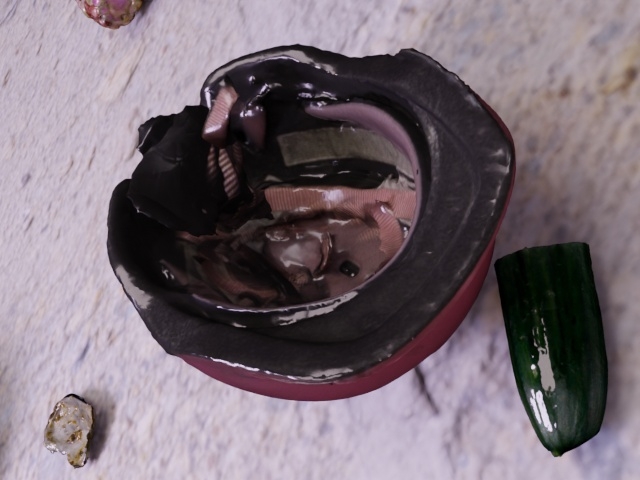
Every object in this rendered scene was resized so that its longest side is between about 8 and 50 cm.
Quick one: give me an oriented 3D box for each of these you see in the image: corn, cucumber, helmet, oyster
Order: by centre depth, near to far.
[{"bbox_3d":[0.113,0.050,0.444,0.048,0.048,0.105,-26,57,38],"label":"cucumber"},{"bbox_3d":[0.000,0.000,0.519,0.253,0.154,0.198,29,77,37],"label":"helmet"},{"bbox_3d":[-0.203,0.152,0.767,0.083,0.019,0.054,15,84,48],"label":"oyster"},{"bbox_3d":[-0.245,-0.317,1.009,0.092,0.092,0.280,-50,46,18],"label":"corn"}]
